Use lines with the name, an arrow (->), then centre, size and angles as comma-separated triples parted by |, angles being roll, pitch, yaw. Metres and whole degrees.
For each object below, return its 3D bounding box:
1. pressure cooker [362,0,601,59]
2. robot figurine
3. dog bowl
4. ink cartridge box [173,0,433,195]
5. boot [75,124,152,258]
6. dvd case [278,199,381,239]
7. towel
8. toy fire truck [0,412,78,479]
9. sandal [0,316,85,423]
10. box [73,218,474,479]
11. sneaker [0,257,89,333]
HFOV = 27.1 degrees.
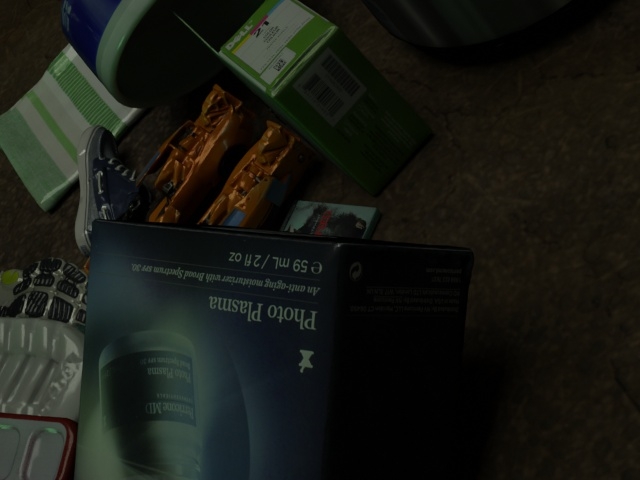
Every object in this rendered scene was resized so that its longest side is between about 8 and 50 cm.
pressure cooker -> 0.115, -0.431, 1.322 | 0.369, 0.420, 0.376 | -2, 57, 39
robot figurine -> -0.148, -0.020, 1.457 | 0.211, 0.085, 0.291 | 34, 86, 39
dog bowl -> -0.168, -0.284, 1.550 | 0.265, 0.265, 0.104 | -43, 74, 4
ink cartridge box -> -0.025, -0.181, 1.415 | 0.097, 0.189, 0.255 | -47, 41, 1
boot -> -0.244, -0.068, 1.612 | 0.086, 0.069, 0.190 | -17, 57, 20
dvd case -> 0.000, 0.000, 1.387 | 0.119, 0.013, 0.087 | 7, 64, 44
towel -> -0.303, -0.214, 1.787 | 0.325, 0.038, 0.248 | -46, 42, 0
toy fire truck -> -0.354, 0.276, 1.227 | 0.302, 0.169, 0.254 | 0, 66, 33
sandal -> -0.384, 0.142, 1.390 | 0.416, 0.102, 0.169 | 11, 81, 30
box -> -0.048, 0.138, 1.113 | 0.296, 0.182, 0.294 | 5, 92, 42
sneaker -> -0.300, 0.084, 1.479 | 0.275, 0.110, 0.107 | 2, 68, 52
